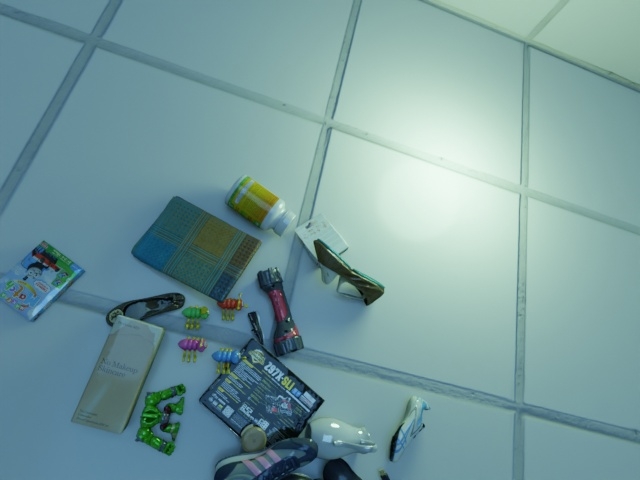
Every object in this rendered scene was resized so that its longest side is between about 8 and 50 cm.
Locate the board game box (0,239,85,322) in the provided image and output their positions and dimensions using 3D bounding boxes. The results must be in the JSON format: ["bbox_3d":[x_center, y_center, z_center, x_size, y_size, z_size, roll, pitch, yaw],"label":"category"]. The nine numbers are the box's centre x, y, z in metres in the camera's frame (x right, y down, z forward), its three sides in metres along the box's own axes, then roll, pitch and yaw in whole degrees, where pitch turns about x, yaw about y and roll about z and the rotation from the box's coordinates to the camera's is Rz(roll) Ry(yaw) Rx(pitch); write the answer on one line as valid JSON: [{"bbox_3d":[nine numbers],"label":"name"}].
[{"bbox_3d":[-0.897,0.127,1.354,0.160,0.039,0.211,37,66,-1],"label":"board game box"}]

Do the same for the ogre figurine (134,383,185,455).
[{"bbox_3d":[-0.485,0.536,1.294,0.118,0.097,0.196,17,78,-22],"label":"ogre figurine"}]

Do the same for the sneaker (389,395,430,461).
[{"bbox_3d":[0.310,0.660,1.480,0.086,0.085,0.237,28,64,12],"label":"sneaker"}]

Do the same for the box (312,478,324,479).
[{"bbox_3d":[-0.113,0.801,1.296,0.276,0.113,0.094,2,70,-17],"label":"box"}]

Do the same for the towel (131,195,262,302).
[{"bbox_3d":[-0.429,0.026,1.489,0.371,0.040,0.271,27,65,7],"label":"towel"}]

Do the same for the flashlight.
[{"bbox_3d":[-0.150,0.247,1.493,0.104,0.103,0.303,-16,77,-18],"label":"flashlight"}]

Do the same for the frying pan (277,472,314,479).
[{"bbox_3d":[-0.135,0.761,1.222,0.327,0.053,0.197,23,63,-9],"label":"frying pan"}]

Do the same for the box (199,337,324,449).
[{"bbox_3d":[-0.189,0.521,1.386,0.322,0.079,0.257,41,66,0],"label":"box"}]

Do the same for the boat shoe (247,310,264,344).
[{"bbox_3d":[-0.222,0.306,1.479,0.038,0.046,0.125,-11,71,-20],"label":"boat shoe"}]

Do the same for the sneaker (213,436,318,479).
[{"bbox_3d":[-0.154,0.676,1.229,0.320,0.131,0.112,-20,115,3],"label":"sneaker"}]

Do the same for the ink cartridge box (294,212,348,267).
[{"bbox_3d":[0.000,0.000,1.665,0.146,0.045,0.179,-32,73,-23],"label":"ink cartridge box"}]

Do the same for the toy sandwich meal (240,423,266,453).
[{"bbox_3d":[-0.207,0.607,1.301,0.086,0.029,0.085,4,76,-15],"label":"toy sandwich meal"}]

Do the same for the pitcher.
[{"bbox_3d":[0.065,0.642,1.367,0.208,0.178,0.125,10,74,-13],"label":"pitcher"}]

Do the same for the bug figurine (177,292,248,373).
[{"bbox_3d":[-0.349,0.291,1.391,0.217,0.072,0.278,1,51,-8],"label":"bug figurine"}]

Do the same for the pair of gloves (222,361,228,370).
[{"bbox_3d":[-0.286,0.442,1.431,0.084,0.010,0.074,4,70,-16],"label":"pair of gloves"}]

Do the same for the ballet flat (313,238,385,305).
[{"bbox_3d":[0.085,0.134,1.584,0.343,0.116,0.124,37,90,-18],"label":"ballet flat"}]

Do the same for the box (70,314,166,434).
[{"bbox_3d":[-0.594,0.392,1.276,0.148,0.121,0.310,19,75,-11],"label":"box"}]

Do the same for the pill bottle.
[{"bbox_3d":[-0.219,-0.124,1.587,0.246,0.136,0.136,35,65,-1],"label":"pill bottle"}]

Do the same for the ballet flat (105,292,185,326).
[{"bbox_3d":[-0.573,0.223,1.401,0.250,0.058,0.084,-13,74,-20],"label":"ballet flat"}]

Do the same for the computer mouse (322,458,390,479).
[{"bbox_3d":[0.139,0.798,1.382,0.184,0.060,0.261,-33,90,-25],"label":"computer mouse"}]
